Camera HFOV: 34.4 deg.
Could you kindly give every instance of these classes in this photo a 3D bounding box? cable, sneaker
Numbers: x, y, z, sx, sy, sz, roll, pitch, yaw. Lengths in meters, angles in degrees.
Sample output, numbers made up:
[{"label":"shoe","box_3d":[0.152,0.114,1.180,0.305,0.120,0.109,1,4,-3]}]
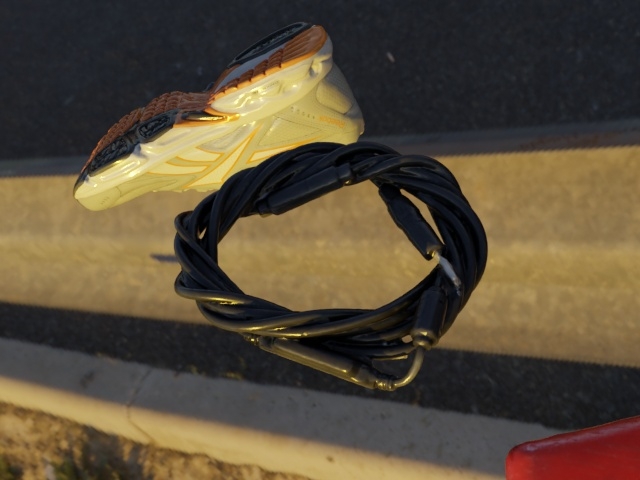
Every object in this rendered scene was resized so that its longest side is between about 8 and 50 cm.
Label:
[{"label":"cable","box_3d":[0.000,0.000,0.603,0.185,0.047,0.150,18,65,21]},{"label":"sneaker","box_3d":[-0.084,-0.068,0.856,0.263,0.121,0.099,-23,30,22]}]

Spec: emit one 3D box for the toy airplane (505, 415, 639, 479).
[{"label":"toy airplane","box_3d":[0.324,0.153,0.544,0.384,0.272,0.386,41,58,14]}]
